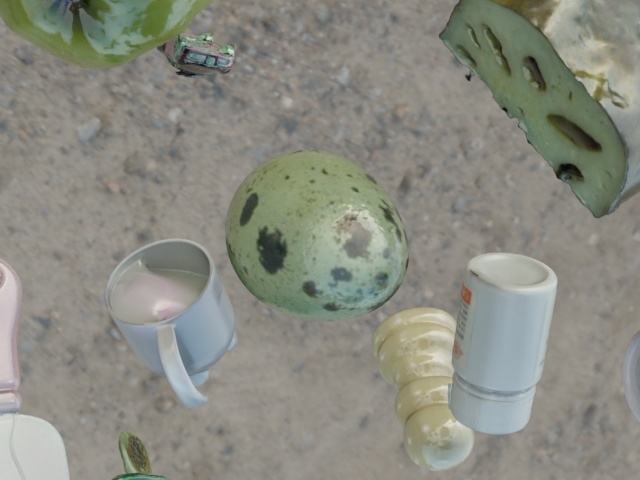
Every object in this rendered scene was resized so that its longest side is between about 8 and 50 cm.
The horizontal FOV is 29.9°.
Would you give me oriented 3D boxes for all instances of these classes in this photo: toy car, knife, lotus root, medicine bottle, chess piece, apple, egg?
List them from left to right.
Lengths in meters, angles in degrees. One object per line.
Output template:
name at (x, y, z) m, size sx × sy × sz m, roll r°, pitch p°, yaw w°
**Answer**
knife at (-0.257, 0.172, 1.016) m, size 0.081 × 0.043 × 0.336 m, roll -3°, pitch 72°, yaw -39°
apple at (-0.216, -0.317, 1.255) m, size 0.279 × 0.279 × 0.279 m, roll -20°, pitch 123°, yaw -34°
toy car at (-0.149, -0.217, 1.395) m, size 0.069 × 0.142 × 0.055 m, roll 8°, pitch 106°, yaw -25°
egg at (0.000, 0.000, 1.245) m, size 0.177 × 0.228 × 0.177 m, roll -15°, pitch 118°, yaw -29°
chess piece at (0.198, 0.279, 2.159) m, size 0.167 × 0.300 × 0.167 m, roll -6°, pitch 135°, yaw -6°
medicine bottle at (0.270, 0.155, 1.804) m, size 0.144 × 0.144 × 0.252 m, roll -13°, pitch 117°, yaw -37°
lotus root at (0.315, -0.204, 1.250) m, size 0.260 × 0.267 × 0.149 m, roll -31°, pitch 165°, yaw -25°

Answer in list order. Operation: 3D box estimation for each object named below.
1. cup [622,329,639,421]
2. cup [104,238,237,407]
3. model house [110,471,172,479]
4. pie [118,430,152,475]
cup at (0.362, 0.108, 1.096) m, size 0.133 × 0.099 × 0.136 m, roll 1°, pitch 115°, yaw -21°
cup at (-0.158, 0.103, 1.421) m, size 0.134 × 0.173 × 0.142 m, roll -38°, pitch 136°, yaw -18°
model house at (-0.235, 0.440, 1.515) m, size 0.230 × 0.249 × 0.280 m, roll 16°, pitch 74°, yaw -25°
pie at (-0.249, 0.297, 1.618) m, size 0.017 × 0.085 × 0.085 m, roll -27°, pitch 134°, yaw 8°
